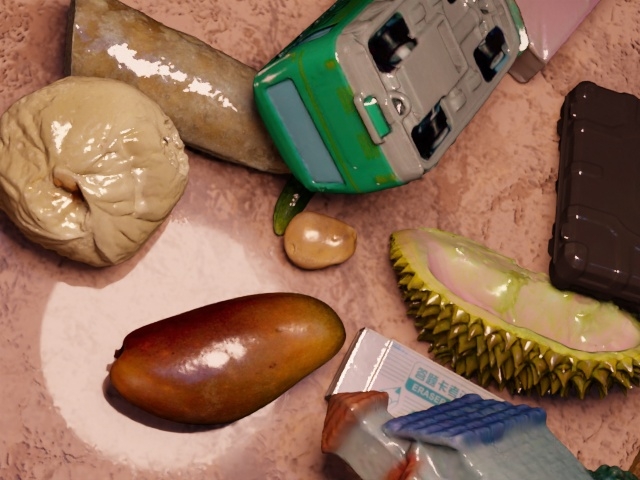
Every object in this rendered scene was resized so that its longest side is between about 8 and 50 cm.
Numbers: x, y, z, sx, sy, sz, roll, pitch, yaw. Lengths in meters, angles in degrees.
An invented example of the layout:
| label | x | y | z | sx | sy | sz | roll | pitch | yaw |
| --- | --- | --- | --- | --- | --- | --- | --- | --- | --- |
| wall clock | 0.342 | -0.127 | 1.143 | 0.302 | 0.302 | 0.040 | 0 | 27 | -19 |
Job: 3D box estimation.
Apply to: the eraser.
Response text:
| label | x | y | z | sx | sy | sz | roll | pitch | yaw |
| --- | --- | --- | --- | --- | --- | --- | --- | --- | --- |
| eraser | 0.125 | 0.195 | 1.623 | 0.225 | 0.052 | 0.096 | 29 | 75 | -5 |

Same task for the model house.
| label | x | y | z | sx | sy | sz | roll | pitch | yaw |
| --- | --- | --- | --- | --- | --- | --- | --- | --- | --- |
| model house | 0.136 | 0.301 | 1.513 | 0.329 | 0.295 | 0.251 | 42 | 35 | 23 |

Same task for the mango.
| label | x | y | z | sx | sy | sz | roll | pitch | yaw |
| --- | --- | --- | --- | --- | --- | --- | --- | --- | --- |
| mango | -0.101 | 0.133 | 1.554 | 0.267 | 0.111 | 0.133 | -14 | 65 | -14 |

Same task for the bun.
| label | x | y | z | sx | sy | sz | roll | pitch | yaw |
| --- | --- | --- | --- | --- | --- | --- | --- | --- | --- |
| bun | -0.256 | -0.072 | 1.514 | 0.220 | 0.134 | 0.221 | 0 | 116 | -1 |

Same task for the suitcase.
| label | x | y | z | sx | sy | sz | roll | pitch | yaw |
| --- | --- | --- | --- | --- | --- | --- | --- | --- | --- |
| suitcase | 0.383 | -0.049 | 1.689 | 0.206 | 0.066 | 0.286 | 17 | 57 | -9 |

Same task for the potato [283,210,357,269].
| label | x | y | z | sx | sy | sz | roll | pitch | yaw |
| --- | --- | --- | --- | --- | --- | --- | --- | --- | --- |
| potato | 0.000 | 0.000 | 1.634 | 0.083 | 0.062 | 0.068 | 5 | 106 | 11 |

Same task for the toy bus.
| label | x | y | z | sx | sy | sz | roll | pitch | yaw |
| --- | --- | --- | --- | --- | --- | --- | --- | --- | --- |
| toy bus | 0.077 | -0.197 | 1.572 | 0.343 | 0.199 | 0.184 | -48 | 117 | -47 |

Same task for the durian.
| label | x | y | z | sx | sy | sz | roll | pitch | yaw |
| --- | --- | --- | --- | --- | --- | --- | --- | --- | --- |
| durian | 0.239 | 0.090 | 1.623 | 0.351 | 0.158 | 0.169 | 20 | 69 | -4 |

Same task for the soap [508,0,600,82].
| label | x | y | z | sx | sy | sz | roll | pitch | yaw |
| --- | --- | --- | --- | --- | --- | --- | --- | --- | --- |
| soap | 0.252 | -0.396 | 1.759 | 0.285 | 0.107 | 0.296 | 40 | 73 | -4 |

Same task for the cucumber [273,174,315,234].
| label | x | y | z | sx | sy | sz | roll | pitch | yaw |
| --- | --- | --- | --- | --- | --- | --- | --- | --- | --- |
| cucumber | -0.010 | -0.079 | 1.661 | 0.039 | 0.039 | 0.168 | 36 | 75 | -3 |

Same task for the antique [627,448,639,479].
| label | x | y | z | sx | sy | sz | roll | pitch | yaw |
| --- | --- | --- | --- | --- | --- | --- | --- | --- | --- |
| antique | 0.415 | 0.332 | 1.626 | 0.125 | 0.150 | 0.284 | 35 | 64 | -8 |

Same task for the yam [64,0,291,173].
| label | x | y | z | sx | sy | sz | roll | pitch | yaw |
| --- | --- | --- | --- | --- | --- | --- | --- | --- | --- |
| yam | -0.157 | -0.171 | 1.608 | 0.330 | 0.133 | 0.133 | 24 | 74 | -12 |
